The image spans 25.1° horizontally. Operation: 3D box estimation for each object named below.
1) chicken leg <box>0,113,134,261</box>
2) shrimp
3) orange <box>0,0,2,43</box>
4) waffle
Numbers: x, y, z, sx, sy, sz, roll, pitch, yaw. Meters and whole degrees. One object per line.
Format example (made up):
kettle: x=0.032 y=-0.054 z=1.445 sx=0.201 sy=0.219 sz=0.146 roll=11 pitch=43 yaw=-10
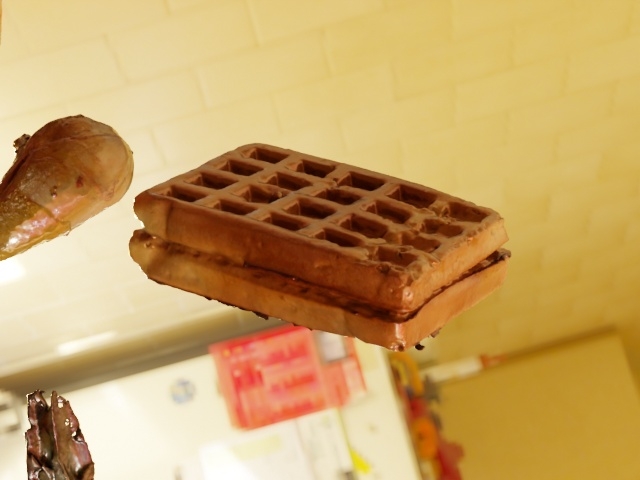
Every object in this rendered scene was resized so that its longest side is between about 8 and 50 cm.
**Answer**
chicken leg: x=-0.198 y=-0.014 z=0.919 sx=0.070 sy=0.178 sz=0.093 roll=54 pitch=-18 yaw=-27
shrimp: x=-0.240 y=0.373 z=1.529 sx=0.272 sy=0.085 sz=0.445 roll=179 pitch=-103 yaw=-69
orange: x=-0.249 y=-0.087 z=0.684 sx=0.224 sy=0.170 sz=0.224 roll=-156 pitch=-90 yaw=-85
waffle: x=0.000 y=0.000 z=1.402 sx=0.224 sy=0.328 sz=0.098 roll=-29 pitch=126 yaw=-49
